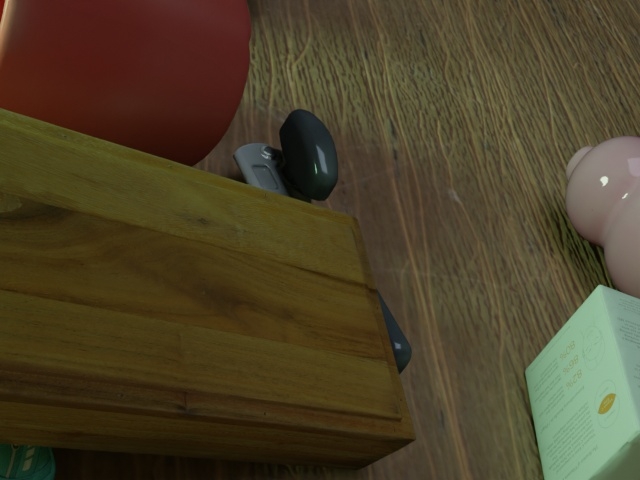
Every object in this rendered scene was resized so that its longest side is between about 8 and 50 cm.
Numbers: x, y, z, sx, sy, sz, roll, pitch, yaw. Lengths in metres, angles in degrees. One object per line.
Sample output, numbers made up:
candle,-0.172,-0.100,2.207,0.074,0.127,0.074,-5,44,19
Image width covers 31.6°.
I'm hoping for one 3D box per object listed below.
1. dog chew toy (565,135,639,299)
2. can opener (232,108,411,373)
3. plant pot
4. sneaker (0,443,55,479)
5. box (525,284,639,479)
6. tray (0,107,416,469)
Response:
dog chew toy,0.403,0.006,1.212,0.332,0.207,0.206,41,37,27
can opener,0.000,0.000,1.024,0.074,0.093,0.280,0,51,-36
plant pot,-0.209,-0.171,0.950,0.243,0.275,0.275,10,40,-41
sneaker,-0.202,0.069,0.813,0.110,0.107,0.275,39,37,-22
box,0.260,0.150,0.991,0.091,0.130,0.170,20,39,-16
tray,-0.111,0.041,0.787,0.410,0.076,0.203,15,51,-43
